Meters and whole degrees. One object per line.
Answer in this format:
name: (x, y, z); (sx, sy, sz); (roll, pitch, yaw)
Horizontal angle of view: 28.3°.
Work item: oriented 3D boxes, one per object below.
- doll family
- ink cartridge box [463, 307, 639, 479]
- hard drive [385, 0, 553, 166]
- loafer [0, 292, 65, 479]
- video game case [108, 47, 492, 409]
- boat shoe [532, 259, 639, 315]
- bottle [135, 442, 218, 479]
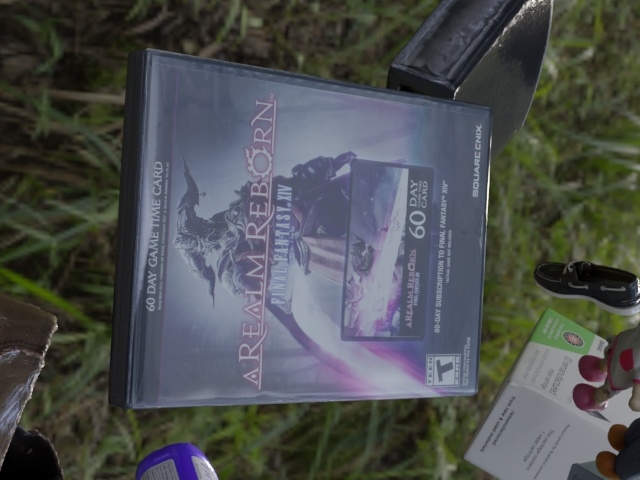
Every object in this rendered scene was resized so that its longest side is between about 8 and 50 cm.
doll family: (0.270, 0.168, 0.978); (0.163, 0.118, 0.263); (-49, -161, 58)
ink cartridge box: (0.310, 0.212, 1.310); (0.114, 0.273, 0.198); (-65, 170, 26)
hard drive: (0.113, -0.111, 0.981); (0.172, 0.054, 0.254); (-52, 163, -18)
loafer: (-0.246, 0.193, 0.890); (0.134, 0.130, 0.365); (-105, -157, -60)
video game case: (0.000, 0.000, 0.772); (0.274, 0.026, 0.196); (4, 89, -41)
boat shoe: (0.265, 0.039, 1.269); (0.046, 0.125, 0.038); (-35, 127, -29)
bottle: (-0.132, 0.350, 1.395); (0.283, 0.092, 0.118); (-119, -173, -52)
